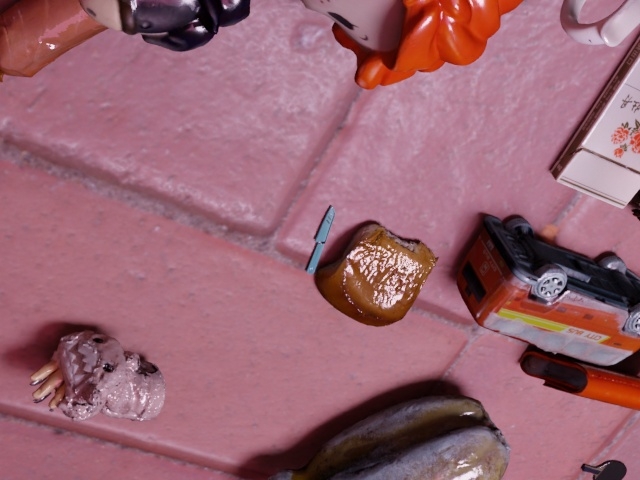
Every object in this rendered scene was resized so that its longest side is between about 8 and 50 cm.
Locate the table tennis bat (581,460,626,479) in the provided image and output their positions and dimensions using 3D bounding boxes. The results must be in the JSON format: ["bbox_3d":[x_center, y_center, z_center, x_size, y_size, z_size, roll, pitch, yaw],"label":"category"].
[{"bbox_3d":[0.422,0.346,1.481,0.083,0.007,0.050,18,115,-27],"label":"table tennis bat"}]

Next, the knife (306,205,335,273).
[{"bbox_3d":[0.000,0.000,1.140,0.014,0.005,0.091,9,118,-23],"label":"knife"}]

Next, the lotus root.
[{"bbox_3d":[0.083,0.303,1.267,0.322,0.158,0.140,-21,128,3],"label":"lotus root"}]

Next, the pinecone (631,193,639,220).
[{"bbox_3d":[0.416,-0.048,1.191,0.077,0.077,0.083,5,109,-19],"label":"pinecone"}]

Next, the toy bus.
[{"bbox_3d":[0.294,0.070,1.208,0.265,0.121,0.120,18,119,-28],"label":"toy bus"}]

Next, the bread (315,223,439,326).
[{"bbox_3d":[0.068,0.047,1.168,0.129,0.044,0.126,28,109,-26],"label":"bread"}]

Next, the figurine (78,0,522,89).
[{"bbox_3d":[-0.023,-0.282,0.825,0.412,0.241,0.306,0,99,-15],"label":"figurine"}]

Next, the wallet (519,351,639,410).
[{"bbox_3d":[0.379,0.190,1.293,0.204,0.142,0.045,15,89,-24],"label":"wallet"}]

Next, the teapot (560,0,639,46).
[{"bbox_3d":[0.346,-0.310,0.961,0.208,0.166,0.299,31,99,-42],"label":"teapot"}]

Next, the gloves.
[{"bbox_3d":[-0.242,0.156,1.115,0.094,0.110,0.144,-57,148,12],"label":"gloves"}]

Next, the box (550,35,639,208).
[{"bbox_3d":[0.363,-0.137,1.145,0.109,0.029,0.198,19,114,-25],"label":"box"}]

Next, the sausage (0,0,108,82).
[{"bbox_3d":[-0.236,-0.204,0.912,0.169,0.065,0.065,-28,125,3],"label":"sausage"}]
